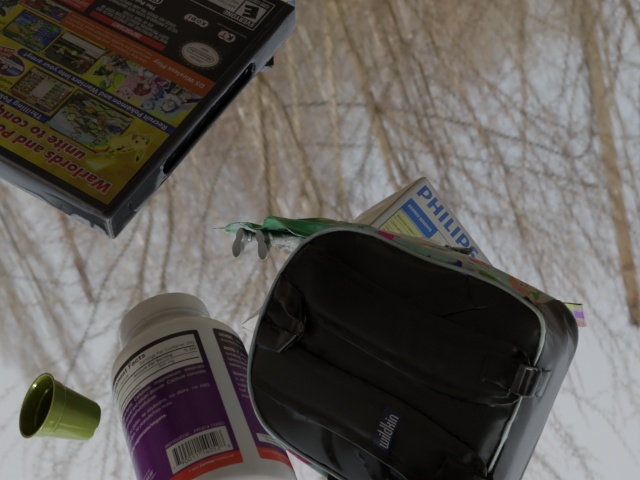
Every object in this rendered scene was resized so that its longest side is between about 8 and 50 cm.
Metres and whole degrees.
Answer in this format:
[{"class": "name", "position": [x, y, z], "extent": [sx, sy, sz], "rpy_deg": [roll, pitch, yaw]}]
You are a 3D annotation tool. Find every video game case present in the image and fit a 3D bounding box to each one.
[{"class": "video game case", "position": [-0.200, -0.155, 0.840], "extent": [0.274, 0.035, 0.248], "rpy_deg": [28, -120, 15]}]

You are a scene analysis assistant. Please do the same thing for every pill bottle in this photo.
[{"class": "pill bottle", "position": [-0.155, 0.224, 1.320], "extent": [0.181, 0.182, 0.323], "rpy_deg": [-22, -130, -5]}]

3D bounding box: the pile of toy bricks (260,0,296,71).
[{"class": "pile of toy bricks", "position": [-0.109, -0.290, 1.383], "extent": [0.105, 0.118, 0.212], "rpy_deg": [0, 173, -19]}]

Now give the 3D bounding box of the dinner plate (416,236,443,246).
[{"class": "dinner plate", "position": [0.118, 0.065, 1.090], "extent": [0.017, 0.141, 0.141], "rpy_deg": [-10, -160, 42]}]

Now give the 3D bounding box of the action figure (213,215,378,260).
[{"class": "action figure", "position": [0.000, 0.000, 1.311], "extent": [0.232, 0.064, 0.137], "rpy_deg": [0, -175, -43]}]

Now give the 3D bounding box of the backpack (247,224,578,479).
[{"class": "backpack", "position": [0.073, 0.106, 0.904], "extent": [0.253, 0.225, 0.191], "rpy_deg": [23, -174, 25]}]

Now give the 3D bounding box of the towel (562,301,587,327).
[{"class": "towel", "position": [0.399, 0.118, 1.713], "extent": [0.060, 0.083, 0.009], "rpy_deg": [8, -118, 25]}]

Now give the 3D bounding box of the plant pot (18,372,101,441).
[{"class": "plant pot", "position": [-0.319, 0.216, 1.317], "extent": [0.083, 0.079, 0.083], "rpy_deg": [-31, -134, 37]}]

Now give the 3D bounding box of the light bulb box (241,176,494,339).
[{"class": "light bulb box", "position": [0.127, 0.149, 1.857], "extent": [0.361, 0.358, 0.225], "rpy_deg": [-42, -174, -34]}]
